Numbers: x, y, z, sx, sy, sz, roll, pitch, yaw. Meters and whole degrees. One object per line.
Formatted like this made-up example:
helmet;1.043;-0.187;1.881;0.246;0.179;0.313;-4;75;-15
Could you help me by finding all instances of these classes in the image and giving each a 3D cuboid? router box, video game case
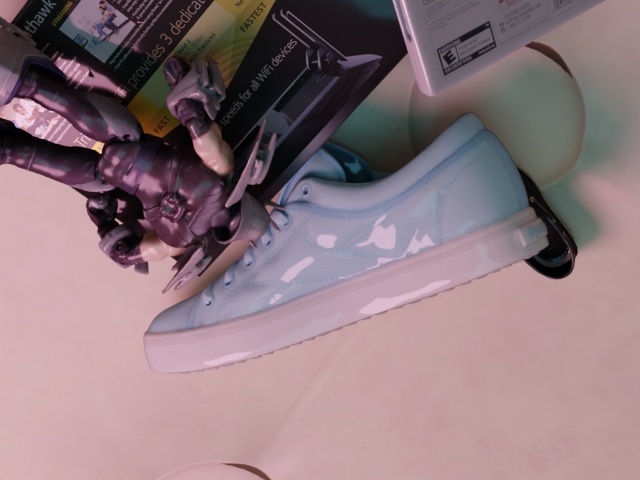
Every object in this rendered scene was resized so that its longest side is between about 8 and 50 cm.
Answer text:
router box;-0.094;-0.154;1.063;0.243;0.081;0.309;37;115;-17
video game case;0.128;-0.222;0.992;0.190;0.022;0.173;-30;121;-18

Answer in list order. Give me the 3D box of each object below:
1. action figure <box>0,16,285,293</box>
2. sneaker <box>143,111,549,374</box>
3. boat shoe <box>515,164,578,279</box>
action figure;-0.153;-0.068;1.017;0.285;0.099;0.185;25;111;-15
sneaker;0.000;0.000;1.143;0.366;0.135;0.150;-21;87;19
boat shoe;0.168;-0.021;1.151;0.049;0.042;0.133;-38;110;23
